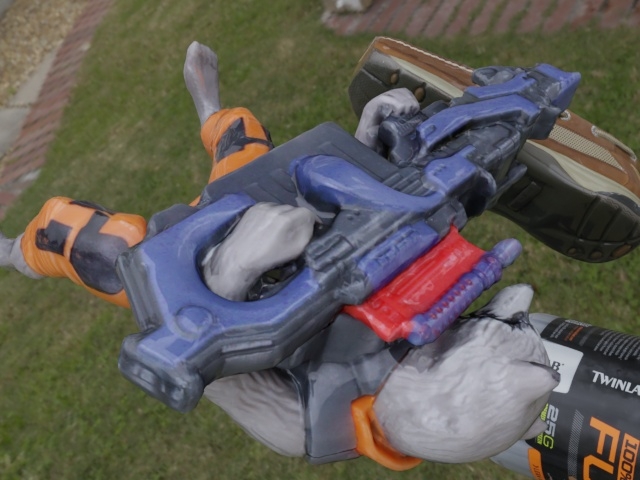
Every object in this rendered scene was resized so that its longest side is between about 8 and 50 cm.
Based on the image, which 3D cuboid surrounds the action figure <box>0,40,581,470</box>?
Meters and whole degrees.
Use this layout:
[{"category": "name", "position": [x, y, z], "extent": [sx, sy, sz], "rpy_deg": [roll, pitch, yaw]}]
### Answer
[{"category": "action figure", "position": [0.000, 0.000, 0.472], "extent": [0.341, 0.179, 0.330], "rpy_deg": [-27, 46, -36]}]

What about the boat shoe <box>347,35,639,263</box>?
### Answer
[{"category": "boat shoe", "position": [0.180, -0.100, 0.818], "extent": [0.122, 0.324, 0.120], "rpy_deg": [-44, 18, 55]}]

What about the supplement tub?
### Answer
[{"category": "supplement tub", "position": [0.378, 0.220, 0.991], "extent": [0.337, 0.207, 0.207], "rpy_deg": [13, 58, 36]}]
